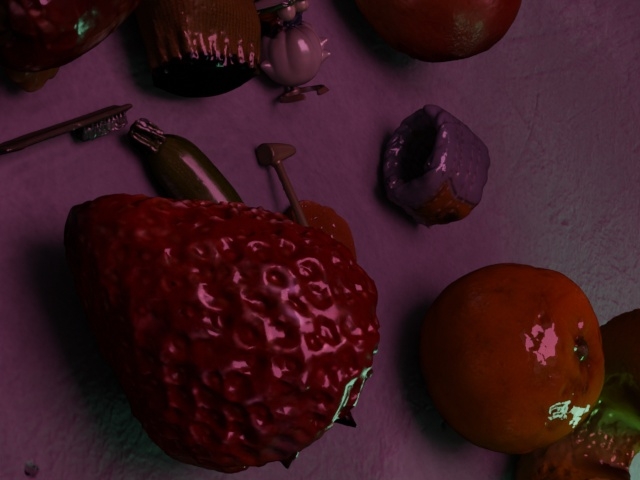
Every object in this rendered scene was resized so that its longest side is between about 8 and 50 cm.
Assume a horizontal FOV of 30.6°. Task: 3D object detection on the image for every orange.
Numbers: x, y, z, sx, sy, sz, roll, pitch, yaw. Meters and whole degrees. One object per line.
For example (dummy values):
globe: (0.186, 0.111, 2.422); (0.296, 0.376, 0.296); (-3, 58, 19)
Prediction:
orange: (0.258, 0.161, 1.595); (0.261, 0.261, 0.261); (22, 60, -43)

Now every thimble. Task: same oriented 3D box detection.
thimble: (0.162, -0.106, 1.669); (0.118, 0.127, 0.151); (33, 51, -35)

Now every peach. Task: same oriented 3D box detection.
peach: (0.165, -0.391, 1.705); (0.281, 0.238, 0.281); (-10, 112, -27)

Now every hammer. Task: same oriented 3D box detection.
hammer: (-0.023, -0.035, 1.479); (0.060, 0.028, 0.195); (-6, 70, -50)

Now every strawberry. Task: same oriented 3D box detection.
strawberry: (-0.104, 0.099, 1.177); (0.310, 0.292, 0.291); (3, 71, -22)

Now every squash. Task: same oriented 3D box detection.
squash: (-0.114, -0.010, 1.351); (0.080, 0.071, 0.318); (-42, 108, -48)

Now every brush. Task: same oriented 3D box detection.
brush: (-0.271, -0.112, 1.243); (0.190, 0.034, 0.027); (-30, 115, -52)

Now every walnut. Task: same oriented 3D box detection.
walnut: (-0.280, -0.276, 1.181); (0.222, 0.244, 0.269); (23, 57, 4)

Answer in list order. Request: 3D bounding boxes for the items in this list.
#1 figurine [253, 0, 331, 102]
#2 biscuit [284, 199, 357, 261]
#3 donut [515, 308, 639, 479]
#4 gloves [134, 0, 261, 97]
figurine: (-0.040, -0.249, 1.511); (0.132, 0.132, 0.153); (-39, 119, -49)
biscuit: (0.000, 0.000, 1.522); (0.130, 0.019, 0.102); (25, 57, -41)
donut: (0.413, 0.285, 1.647); (0.163, 0.377, 0.435); (32, 81, -13)
gloves: (-0.157, -0.347, 1.370); (0.203, 0.155, 0.356); (-2, 93, -43)
